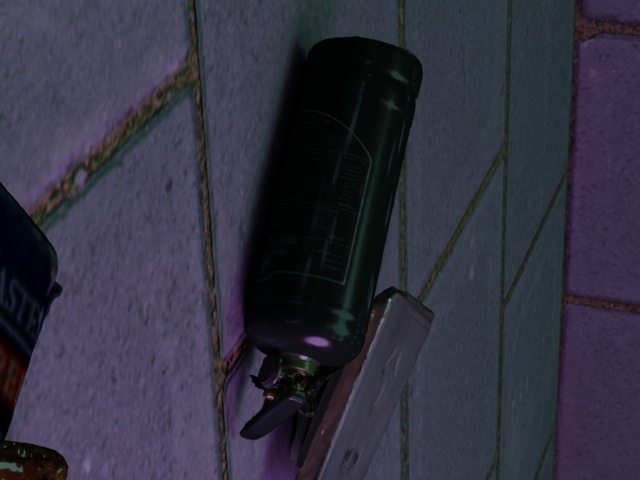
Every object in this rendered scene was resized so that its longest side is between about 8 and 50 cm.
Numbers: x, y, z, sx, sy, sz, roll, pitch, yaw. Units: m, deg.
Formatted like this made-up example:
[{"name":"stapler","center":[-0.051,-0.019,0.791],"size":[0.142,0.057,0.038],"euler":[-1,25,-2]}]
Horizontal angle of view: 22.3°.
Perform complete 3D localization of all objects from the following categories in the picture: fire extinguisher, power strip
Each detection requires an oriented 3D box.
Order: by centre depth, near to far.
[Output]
[{"name":"fire extinguisher","center":[0.000,0.000,1.257],"size":[0.095,0.114,0.311],"euler":[24,68,-31]},{"name":"power strip","center":[0.019,0.137,1.415],"size":[0.213,0.064,0.198],"euler":[-67,163,-5]}]

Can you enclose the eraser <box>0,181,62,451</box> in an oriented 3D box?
[{"name":"eraser","center":[-0.200,-0.004,0.579],"size":[0.332,0.102,0.155],"euler":[65,35,-62]}]

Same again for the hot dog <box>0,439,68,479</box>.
[{"name":"hot dog","center":[-0.165,0.152,0.824],"size":[0.147,0.065,0.099],"euler":[42,47,-67]}]
